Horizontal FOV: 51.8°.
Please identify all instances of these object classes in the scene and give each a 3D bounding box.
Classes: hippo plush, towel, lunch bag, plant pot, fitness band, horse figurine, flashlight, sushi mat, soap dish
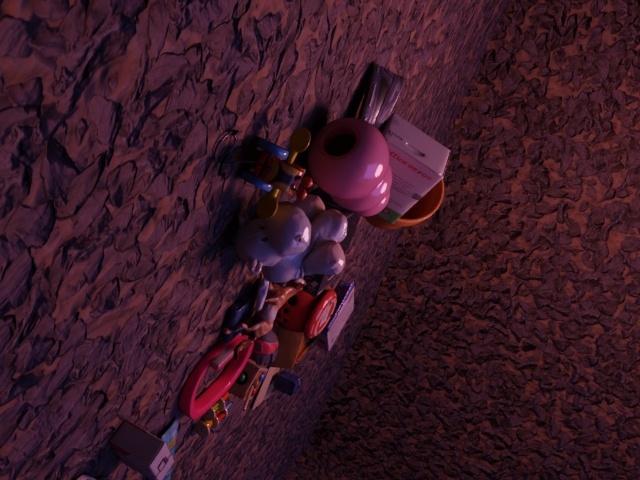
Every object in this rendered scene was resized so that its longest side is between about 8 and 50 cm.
[{"bbox_3d":[-0.102,-0.016,1.521,0.294,0.234,0.236,-24,154,18],"label":"hippo plush"},{"bbox_3d":[-0.227,0.212,1.743,0.067,0.029,0.119,-37,152,-54],"label":"towel"},{"bbox_3d":[-0.121,0.538,2.496,0.065,0.098,0.067,-31,140,-69],"label":"lunch bag"},{"bbox_3d":[-0.058,0.196,2.020,0.191,0.174,0.191,-53,162,-26],"label":"plant pot"},{"bbox_3d":[-0.282,0.364,1.800,0.291,0.054,0.209,-37,154,-57],"label":"fitness band"},{"bbox_3d":[-0.153,0.189,1.730,0.263,0.066,0.174,-58,153,5],"label":"horse figurine"},{"bbox_3d":[-0.153,0.222,1.897,0.103,0.103,0.304,-7,129,-26],"label":"flashlight"},{"bbox_3d":[-0.172,0.478,2.452,0.151,0.019,0.317,-26,141,-65],"label":"sushi mat"},{"bbox_3d":[-0.065,0.287,2.268,0.291,0.118,0.229,-45,158,-51],"label":"soap dish"},{"bbox_3d":[0.254,-0.164,2.279,0.291,0.290,0.203,-56,180,-24],"label":"plant pot"}]

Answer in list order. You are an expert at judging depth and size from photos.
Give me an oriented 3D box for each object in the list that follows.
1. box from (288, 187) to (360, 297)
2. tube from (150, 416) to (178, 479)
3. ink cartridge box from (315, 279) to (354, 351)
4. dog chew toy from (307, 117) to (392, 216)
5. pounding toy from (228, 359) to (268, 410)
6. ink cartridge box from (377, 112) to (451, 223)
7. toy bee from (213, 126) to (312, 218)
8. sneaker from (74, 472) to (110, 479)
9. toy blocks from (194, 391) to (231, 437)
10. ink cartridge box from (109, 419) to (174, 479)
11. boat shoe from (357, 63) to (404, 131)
[{"bbox_3d":[0.000,0.000,1.910,0.165,0.143,0.270,-40,154,-57],"label":"box"},{"bbox_3d":[-0.411,0.566,1.737,0.080,0.052,0.207,-58,164,-63],"label":"tube"},{"bbox_3d":[0.048,0.252,2.231,0.186,0.065,0.311,-58,169,-19],"label":"ink cartridge box"},{"bbox_3d":[0.094,-0.170,1.715,0.207,0.206,0.332,-59,152,-13],"label":"dog chew toy"},{"bbox_3d":[-0.225,0.441,2.028,0.130,0.100,0.141,-61,166,-7],"label":"pounding toy"},{"bbox_3d":[0.213,-0.204,1.934,0.289,0.211,0.122,-45,-164,52],"label":"ink cartridge box"},{"bbox_3d":[-0.086,-0.126,1.344,0.298,0.162,0.195,-38,154,-58],"label":"toy bee"},{"bbox_3d":[-0.475,0.544,1.388,0.080,0.081,0.211,-58,164,-7],"label":"sneaker"},{"bbox_3d":[-0.304,0.497,1.953,0.148,0.054,0.123,-37,152,-59],"label":"toy blocks"},{"bbox_3d":[-0.397,0.474,1.471,0.063,0.109,0.150,-57,166,-31],"label":"ink cartridge box"},{"bbox_3d":[0.118,-0.329,1.838,0.320,0.103,0.118,-60,-171,14],"label":"boat shoe"}]
